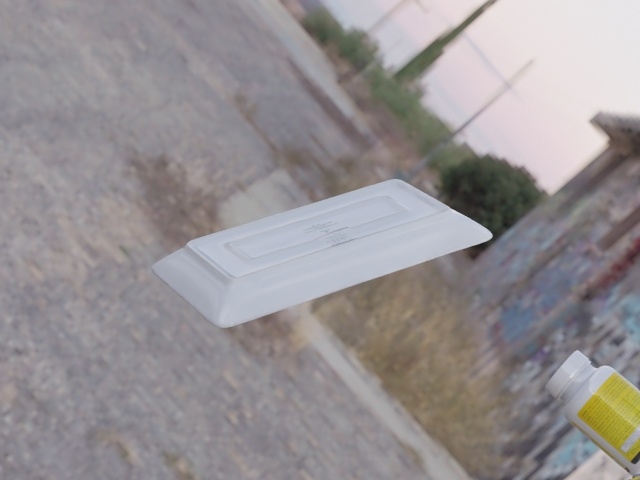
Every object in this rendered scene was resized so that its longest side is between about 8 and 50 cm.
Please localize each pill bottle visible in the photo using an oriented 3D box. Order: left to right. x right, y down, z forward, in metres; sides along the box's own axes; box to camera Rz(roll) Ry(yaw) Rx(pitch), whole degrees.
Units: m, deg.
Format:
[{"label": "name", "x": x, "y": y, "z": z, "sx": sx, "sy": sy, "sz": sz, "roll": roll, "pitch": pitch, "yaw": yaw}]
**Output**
[{"label": "pill bottle", "x": 0.264, "y": 0.156, "z": 1.370, "sx": 0.116, "sy": 0.065, "sz": 0.065, "roll": 41, "pitch": 0, "yaw": 14}]

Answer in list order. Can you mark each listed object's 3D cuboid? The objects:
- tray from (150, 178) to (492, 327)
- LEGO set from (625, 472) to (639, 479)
[{"label": "tray", "x": 0.000, "y": 0.000, "z": 1.301, "sx": 0.145, "sy": 0.270, "sz": 0.030, "roll": 35, "pitch": -43, "yaw": 53}, {"label": "LEGO set", "x": 0.167, "y": 0.256, "z": 1.046, "sx": 0.192, "sy": 0.331, "sz": 0.255, "roll": 55, "pitch": -3, "yaw": 48}]
